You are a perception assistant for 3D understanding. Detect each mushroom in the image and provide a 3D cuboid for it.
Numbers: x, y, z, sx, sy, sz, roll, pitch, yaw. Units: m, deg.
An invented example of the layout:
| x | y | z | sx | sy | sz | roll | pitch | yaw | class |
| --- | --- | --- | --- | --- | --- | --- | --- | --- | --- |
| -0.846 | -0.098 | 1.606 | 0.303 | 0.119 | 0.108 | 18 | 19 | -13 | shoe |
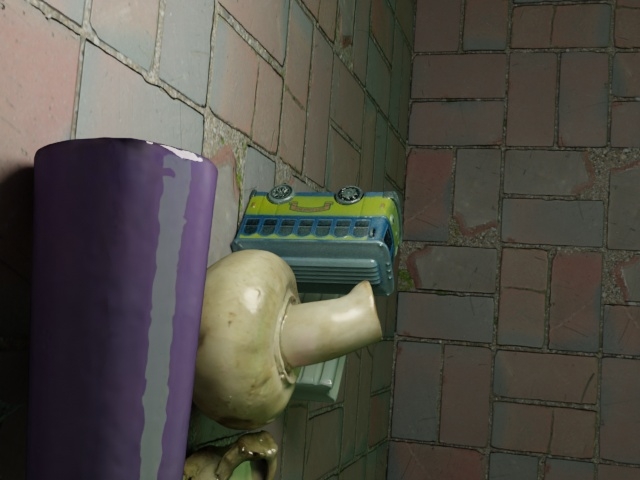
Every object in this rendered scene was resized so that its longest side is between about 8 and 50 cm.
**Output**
| x | y | z | sx | sy | sz | roll | pitch | yaw | class |
| --- | --- | --- | --- | --- | --- | --- | --- | --- | --- |
| -0.200 | 0.457 | 1.362 | 0.217 | 0.212 | 0.292 | 3 | 105 | -31 | mushroom |
| -0.103 | 0.146 | 1.418 | 0.356 | 0.315 | 0.315 | -46 | 151 | -12 | mushroom |

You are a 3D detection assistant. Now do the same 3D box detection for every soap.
| x | y | z | sx | sy | sz | roll | pitch | yaw | class |
| --- | --- | --- | --- | --- | --- | --- | --- | --- | --- |
| -0.018 | 0.231 | 1.870 | 0.088 | 0.159 | 0.266 | 74 | 23 | -49 | soap |

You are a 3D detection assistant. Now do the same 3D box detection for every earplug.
| x | y | z | sx | sy | sz | roll | pitch | yaw | class |
| --- | --- | --- | --- | --- | --- | --- | --- | --- | --- |
| -0.234 | 0.122 | 0.935 | 0.215 | 0.215 | 0.456 | 34 | 56 | -72 | earplug |

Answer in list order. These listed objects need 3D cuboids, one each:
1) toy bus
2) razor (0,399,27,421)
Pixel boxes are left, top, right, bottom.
| x | y | z | sx | sy | sz | roll | pitch | yaw | class |
| --- | --- | --- | --- | --- | --- | --- | --- | --- | --- |
| 0.000 | 0.000 | 1.628 | 0.190 | 0.312 | 0.152 | -74 | 160 | -45 | toy bus |
| -0.365 | 0.132 | 0.875 | 0.068 | 0.040 | 0.135 | -47 | 130 | -68 | razor |
